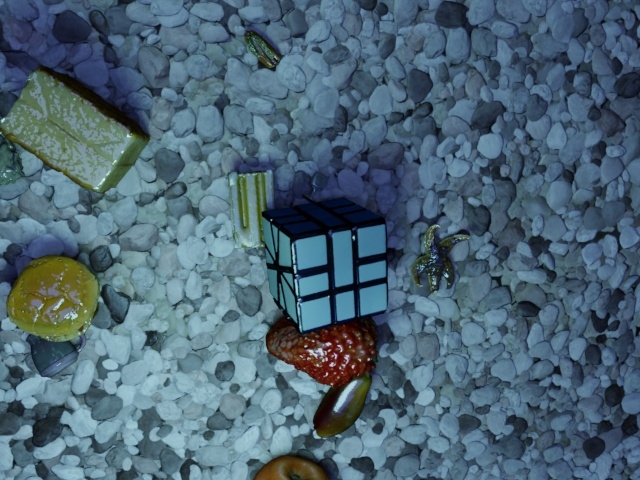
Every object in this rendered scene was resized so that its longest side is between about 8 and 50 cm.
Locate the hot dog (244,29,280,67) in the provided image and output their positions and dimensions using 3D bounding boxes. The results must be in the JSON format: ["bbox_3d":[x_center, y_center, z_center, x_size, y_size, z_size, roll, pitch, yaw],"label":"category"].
[{"bbox_3d":[-0.171,-0.554,1.480,0.133,0.041,0.056,44,91,-14],"label":"hot dog"}]

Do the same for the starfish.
[{"bbox_3d":[0.387,0.055,1.673,0.216,0.071,0.238,-23,113,-10],"label":"starfish"}]

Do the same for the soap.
[{"bbox_3d":[-0.204,-0.095,1.544,0.135,0.076,0.233,-5,101,-9],"label":"soap"}]

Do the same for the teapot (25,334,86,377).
[{"bbox_3d":[-0.785,0.311,1.512,0.148,0.116,0.146,-34,91,3],"label":"teapot"}]

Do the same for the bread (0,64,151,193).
[{"bbox_3d":[-0.624,-0.282,1.346,0.279,0.279,0.207,35,91,-16],"label":"bread"}]

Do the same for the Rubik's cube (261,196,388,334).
[{"bbox_3d":[0.011,0.058,1.455,0.283,0.288,0.294,-14,113,-20],"label":"Rubik's cube"}]

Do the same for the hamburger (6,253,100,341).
[{"bbox_3d":[-0.744,0.164,1.440,0.244,0.163,0.245,3,80,-20],"label":"hamburger"}]

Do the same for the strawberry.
[{"bbox_3d":[0.003,0.303,1.555,0.351,0.312,0.267,3,79,9],"label":"strawberry"}]

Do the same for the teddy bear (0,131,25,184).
[{"bbox_3d":[-0.991,-0.201,1.362,0.367,0.224,0.358,-3,100,-23],"label":"teddy bear"}]

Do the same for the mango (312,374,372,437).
[{"bbox_3d":[0.077,0.535,1.685,0.133,0.111,0.267,35,95,3],"label":"mango"}]

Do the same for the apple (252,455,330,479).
[{"bbox_3d":[-0.092,0.816,1.641,0.271,0.251,0.206,17,97,1],"label":"apple"}]

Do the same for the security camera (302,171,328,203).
[{"bbox_3d":[-0.013,-0.163,1.580,0.058,0.058,0.092,32,82,-13],"label":"security camera"}]
